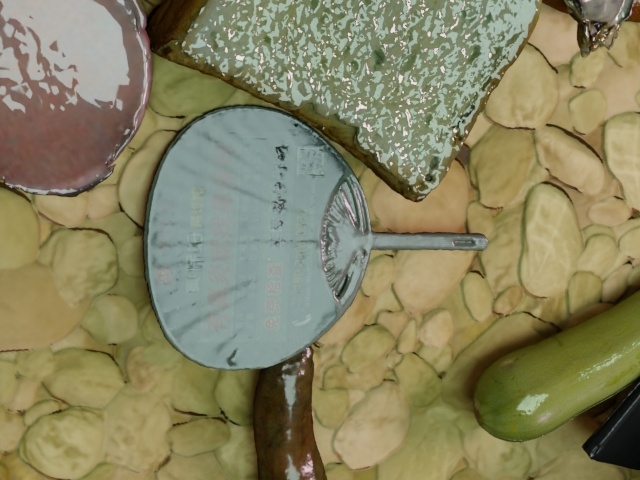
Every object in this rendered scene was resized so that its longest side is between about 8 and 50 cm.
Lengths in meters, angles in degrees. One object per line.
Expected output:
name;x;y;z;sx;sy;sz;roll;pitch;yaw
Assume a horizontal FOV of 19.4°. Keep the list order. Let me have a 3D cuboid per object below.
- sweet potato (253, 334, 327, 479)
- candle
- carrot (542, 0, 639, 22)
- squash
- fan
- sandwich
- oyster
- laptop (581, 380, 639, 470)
sweet potato;-0.022;0.210;1.670;0.075;0.075;0.273;-15;110;-13
candle;-0.304;-0.153;1.410;0.317;0.131;0.287;-23;109;-19
carrot;0.241;-0.210;1.610;0.139;0.048;0.048;2;109;-17
squash;0.251;0.106;1.714;0.250;0.083;0.083;-29;116;-8
fan;-0.022;-0.024;1.595;0.294;0.012;0.223;-28;104;-12
sandwich;0.034;-0.197;1.518;0.273;0.095;0.249;29;95;-24
oyster;0.222;-0.238;1.556;0.108;0.053;0.166;24;59;-43
laptop;0.339;0.138;1.748;0.197;0.016;0.135;-52;144;14
